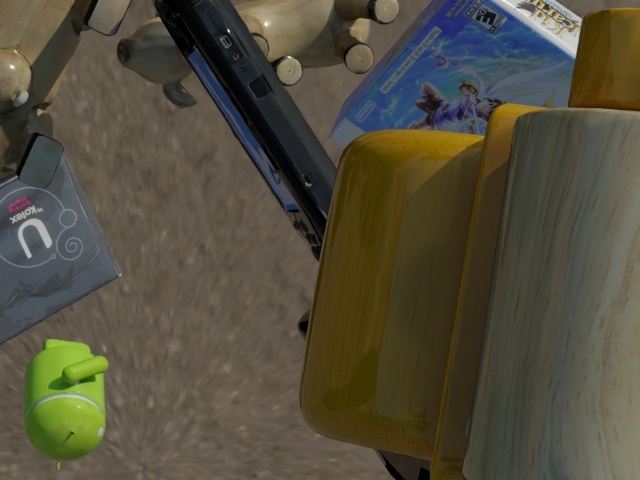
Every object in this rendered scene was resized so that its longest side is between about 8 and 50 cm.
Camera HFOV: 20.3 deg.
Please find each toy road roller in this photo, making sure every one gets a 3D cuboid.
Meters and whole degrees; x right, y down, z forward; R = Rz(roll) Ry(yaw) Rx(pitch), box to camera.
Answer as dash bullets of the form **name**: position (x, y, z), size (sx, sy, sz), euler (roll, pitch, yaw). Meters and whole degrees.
- **toy road roller**: position (0.091, 0.032, 0.729), size (0.241, 0.329, 0.202), euler (8, 86, 20)

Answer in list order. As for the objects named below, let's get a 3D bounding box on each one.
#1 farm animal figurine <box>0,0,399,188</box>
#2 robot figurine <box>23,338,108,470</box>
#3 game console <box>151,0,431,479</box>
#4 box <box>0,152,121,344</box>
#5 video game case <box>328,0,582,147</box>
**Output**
- **farm animal figurine**: position (-0.151, -0.159, 1.125), size (0.330, 0.172, 0.327), euler (42, 87, -21)
- **robot figurine**: position (-0.212, 0.134, 1.481), size (0.067, 0.115, 0.101), euler (12, 126, -18)
- **game console**: position (0.000, 0.000, 1.066), size (0.044, 0.213, 0.361), euler (-34, 96, -16)
- **box**: position (-0.336, -0.010, 1.741), size (0.165, 0.270, 0.143), euler (-31, 113, -20)
- **video game case**: position (0.176, -0.122, 1.742), size (0.244, 0.269, 0.061), euler (32, 49, -10)
